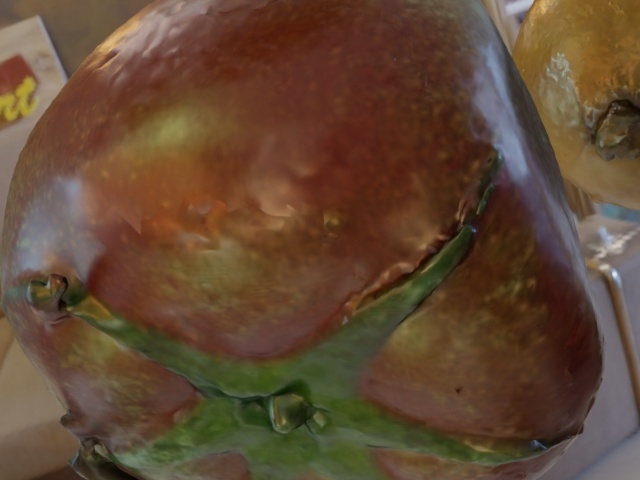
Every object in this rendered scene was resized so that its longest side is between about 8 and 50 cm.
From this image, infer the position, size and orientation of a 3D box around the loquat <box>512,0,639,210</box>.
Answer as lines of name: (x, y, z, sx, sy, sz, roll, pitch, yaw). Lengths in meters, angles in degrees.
loquat: (0.370, -0.178, 1.051, 0.328, 0.328, 0.359, -4, 29, 34)

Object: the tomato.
tomato: (0.000, 0.000, 0.488, 0.303, 0.303, 0.239, -11, 42, 22)
